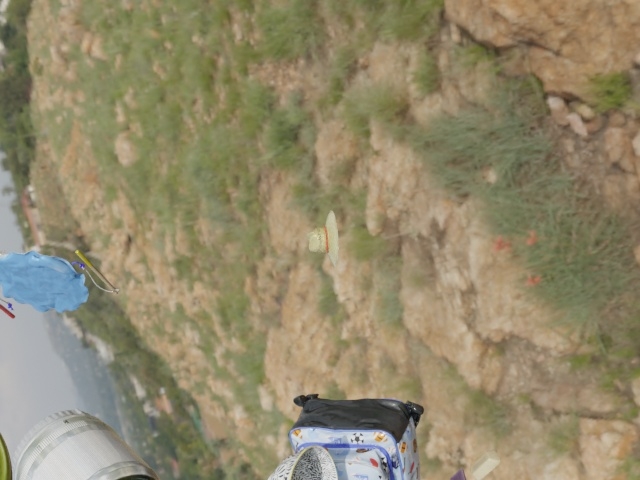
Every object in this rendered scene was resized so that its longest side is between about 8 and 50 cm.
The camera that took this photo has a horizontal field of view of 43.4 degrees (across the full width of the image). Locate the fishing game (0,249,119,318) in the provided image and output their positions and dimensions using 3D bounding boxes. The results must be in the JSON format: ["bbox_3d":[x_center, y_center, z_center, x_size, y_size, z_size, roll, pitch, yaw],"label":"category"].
[{"bbox_3d":[-0.532,0.073,1.528,0.189,0.264,0.041,54,-151,-42],"label":"fishing game"}]

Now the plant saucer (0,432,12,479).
[{"bbox_3d":[-0.485,0.281,1.022,0.241,0.037,0.241,46,-159,-24],"label":"plant saucer"}]

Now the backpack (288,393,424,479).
[{"bbox_3d":[0.077,0.453,1.584,0.276,0.213,0.264,-2,124,29],"label":"backpack"}]

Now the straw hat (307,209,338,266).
[{"bbox_3d":[0.000,0.000,1.887,0.144,0.061,0.145,177,90,-81],"label":"straw hat"}]

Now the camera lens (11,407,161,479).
[{"bbox_3d":[-0.460,0.488,1.591,0.274,0.219,0.220,27,132,41],"label":"camera lens"}]

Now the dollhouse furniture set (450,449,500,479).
[{"bbox_3d":[0.319,0.465,1.517,0.114,0.081,0.091,-51,21,22],"label":"dollhouse furniture set"}]

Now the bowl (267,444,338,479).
[{"bbox_3d":[-0.044,0.433,1.366,0.080,0.170,0.170,-4,103,30],"label":"bowl"}]
